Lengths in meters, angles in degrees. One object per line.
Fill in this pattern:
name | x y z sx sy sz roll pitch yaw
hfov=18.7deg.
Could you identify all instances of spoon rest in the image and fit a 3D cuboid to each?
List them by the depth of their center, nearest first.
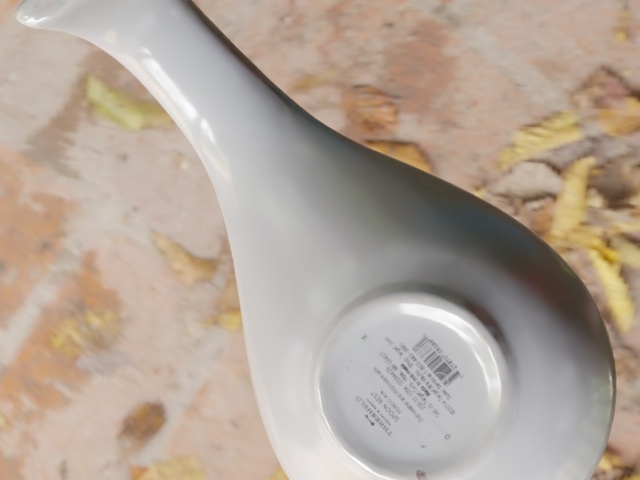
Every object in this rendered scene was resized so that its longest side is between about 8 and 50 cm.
spoon rest | 0.000 0.000 0.742 0.137 0.084 0.276 -39 89 11
